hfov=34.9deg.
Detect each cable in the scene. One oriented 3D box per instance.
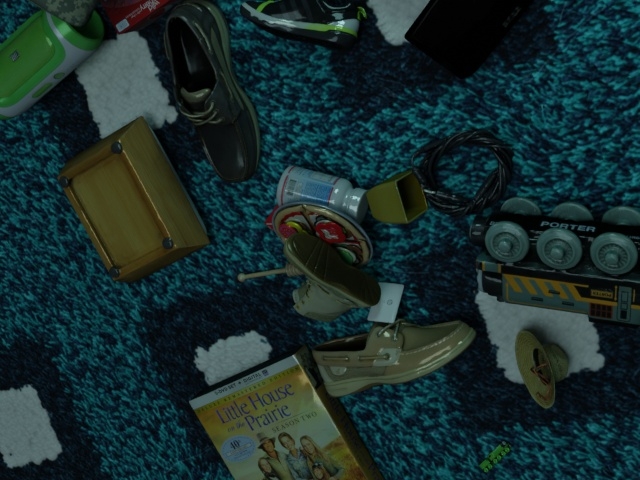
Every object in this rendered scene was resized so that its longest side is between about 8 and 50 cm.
[{"bbox_3d":[0.256,-0.117,1.791,0.184,0.047,0.151,-19,100,28],"label":"cable"}]

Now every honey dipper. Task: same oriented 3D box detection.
[{"bbox_3d":[-0.099,0.063,2.032,0.160,0.030,0.031,-9,105,30],"label":"honey dipper"}]

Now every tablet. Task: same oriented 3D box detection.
[{"bbox_3d":[0.123,0.117,1.925,0.054,0.083,0.006,5,150,24],"label":"tablet"}]

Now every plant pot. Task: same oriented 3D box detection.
[{"bbox_3d":[0.132,-0.075,1.847,0.083,0.081,0.081,-9,105,37],"label":"plant pot"}]

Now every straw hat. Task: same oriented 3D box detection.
[{"bbox_3d":[0.410,0.224,1.832,0.061,0.144,0.145,-14,106,-14],"label":"straw hat"}]

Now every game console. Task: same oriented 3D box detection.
[{"bbox_3d":[0.160,-0.443,1.674,0.361,0.044,0.213,35,123,-6],"label":"game console"}]

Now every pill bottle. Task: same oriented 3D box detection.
[{"bbox_3d":[0.005,-0.081,1.896,0.160,0.087,0.087,16,114,19],"label":"pill bottle"}]

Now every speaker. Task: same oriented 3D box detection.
[{"bbox_3d":[-0.565,-0.363,2.036,0.296,0.131,0.131,-32,93,30],"label":"speaker"}]

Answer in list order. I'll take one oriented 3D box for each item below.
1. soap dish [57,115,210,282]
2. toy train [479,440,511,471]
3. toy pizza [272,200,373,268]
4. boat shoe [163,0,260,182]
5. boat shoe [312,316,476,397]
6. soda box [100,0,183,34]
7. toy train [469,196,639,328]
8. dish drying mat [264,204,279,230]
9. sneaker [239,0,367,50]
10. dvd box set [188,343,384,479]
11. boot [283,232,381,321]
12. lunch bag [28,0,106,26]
[{"bbox_3d":[-0.384,-0.072,2.062,0.228,0.118,0.291,-25,96,30],"label":"soap dish"},{"bbox_3d":[0.337,0.416,1.965,0.024,0.017,0.083,46,121,16],"label":"toy train"},{"bbox_3d":[0.000,0.000,1.902,0.201,0.032,0.201,17,148,11],"label":"toy pizza"},{"bbox_3d":[-0.219,-0.269,1.906,0.132,0.130,0.356,-12,103,28],"label":"boat shoe"},{"bbox_3d":[0.129,0.204,1.923,0.341,0.121,0.110,-22,99,31],"label":"boat shoe"},{"bbox_3d":[-0.279,-0.480,1.878,0.263,0.092,0.084,-25,96,30],"label":"soda box"},{"bbox_3d":[0.416,0.040,1.729,0.333,0.142,0.190,7,121,23],"label":"toy train"},{"bbox_3d":[-0.077,-0.054,1.989,0.032,0.008,0.083,42,120,7],"label":"dish drying mat"},{"bbox_3d":[-0.028,-0.406,1.814,0.234,0.084,0.097,17,91,17],"label":"sneaker"},{"bbox_3d":[-0.053,0.454,2.133,0.307,0.062,0.421,-26,96,29],"label":"dvd box set"},{"bbox_3d":[-0.013,0.077,1.919,0.213,0.077,0.165,34,146,-21],"label":"boot"},{"bbox_3d":[-0.428,-0.561,1.792,0.212,0.305,0.256,28,117,-22],"label":"lunch bag"}]
